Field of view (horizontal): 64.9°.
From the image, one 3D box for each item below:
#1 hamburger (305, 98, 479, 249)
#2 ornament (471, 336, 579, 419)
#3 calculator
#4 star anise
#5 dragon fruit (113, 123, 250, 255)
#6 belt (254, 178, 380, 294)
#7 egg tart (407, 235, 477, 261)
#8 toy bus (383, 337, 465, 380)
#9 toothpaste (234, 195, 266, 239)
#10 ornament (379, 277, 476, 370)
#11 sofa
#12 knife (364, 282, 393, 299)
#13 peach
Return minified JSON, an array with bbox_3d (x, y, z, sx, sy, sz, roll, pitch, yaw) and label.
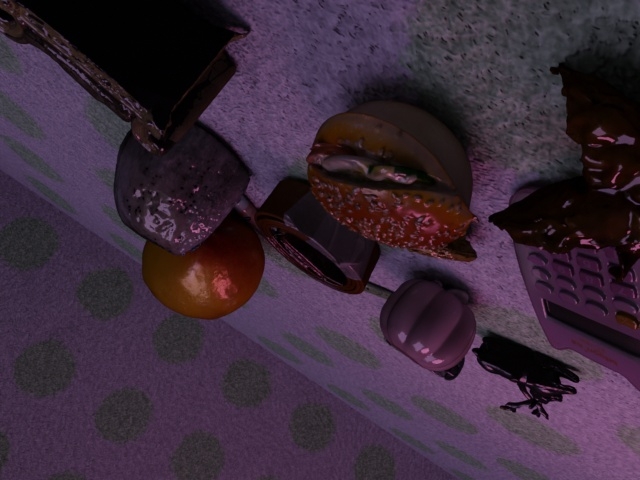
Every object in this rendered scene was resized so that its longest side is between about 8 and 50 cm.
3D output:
[{"bbox_3d":[0.086,-0.071,0.639,0.237,0.147,0.237,29,161,11],"label":"hamburger"},{"bbox_3d":[0.415,0.303,1.073,0.202,0.080,0.236,19,155,22],"label":"ornament"},{"bbox_3d":[0.328,0.051,0.616,0.194,0.043,0.294,31,152,59],"label":"calculator"},{"bbox_3d":[0.281,-0.056,0.383,0.237,0.148,0.346,63,159,-3],"label":"star anise"},{"bbox_3d":[-0.317,-0.114,1.006,0.283,0.221,0.204,11,156,47],"label":"dragon fruit"},{"bbox_3d":[0.000,0.000,0.963,0.184,0.105,0.261,-1,140,51],"label":"belt"},{"bbox_3d":[0.172,-0.002,0.753,0.131,0.052,0.130,12,-172,-2],"label":"egg tart"},{"bbox_3d":[0.245,0.256,1.206,0.194,0.087,0.089,33,165,-2],"label":"toy bus"},{"bbox_3d":[-0.142,-0.037,1.174,0.056,0.036,0.205,16,157,37],"label":"toothpaste"},{"bbox_3d":[0.207,0.151,0.953,0.178,0.177,0.177,28,158,12],"label":"ornament"},{"bbox_3d":[-0.253,-0.252,0.645,0.258,0.200,0.182,40,155,-21],"label":"sofa"},{"bbox_3d":[0.079,0.098,1.178,0.293,0.019,0.043,20,153,28],"label":"knife"},{"bbox_3d":[-0.262,0.047,1.205,0.308,0.289,0.289,-27,121,36],"label":"peach"}]
